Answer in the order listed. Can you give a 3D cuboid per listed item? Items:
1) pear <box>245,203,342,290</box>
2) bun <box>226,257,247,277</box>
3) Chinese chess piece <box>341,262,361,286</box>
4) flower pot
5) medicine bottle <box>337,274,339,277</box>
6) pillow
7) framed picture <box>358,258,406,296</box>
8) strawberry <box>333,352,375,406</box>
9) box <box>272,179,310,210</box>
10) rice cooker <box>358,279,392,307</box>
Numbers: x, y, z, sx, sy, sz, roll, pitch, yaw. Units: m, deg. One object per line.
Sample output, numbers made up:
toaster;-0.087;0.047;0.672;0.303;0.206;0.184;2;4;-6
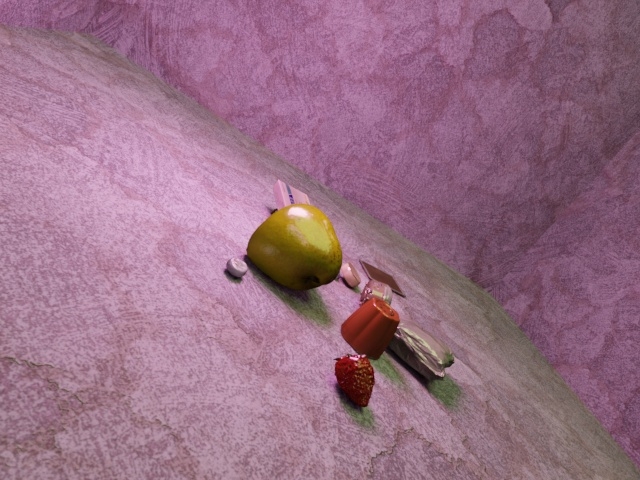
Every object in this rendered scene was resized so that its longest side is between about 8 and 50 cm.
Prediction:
pear;-0.057;0.035;1.682;0.343;0.238;0.318;-21;59;-38
bun;-0.287;0.095;1.516;0.083;0.045;0.083;32;20;-13
Chinese chess piece;0.144;0.163;2.112;0.122;0.051;0.122;53;14;-20
flower pot;0.194;0.314;1.654;0.191;0.173;0.190;31;16;-10
medicine bottle;0.071;0.127;2.130;0.051;0.051;0.191;35;16;-5
pillow;0.404;0.428;1.814;0.310;0.138;0.283;38;16;17
framed picture;0.344;0.211;2.502;0.274;0.016;0.216;28;19;-25
strawberry;0.103;0.413;1.331;0.131;0.148;0.131;4;-12;1
box;-0.121;-0.143;2.206;0.200;0.065;0.343;26;30;-35
rice cooker;0.242;0.256;1.958;0.127;0.145;0.206;24;20;1
